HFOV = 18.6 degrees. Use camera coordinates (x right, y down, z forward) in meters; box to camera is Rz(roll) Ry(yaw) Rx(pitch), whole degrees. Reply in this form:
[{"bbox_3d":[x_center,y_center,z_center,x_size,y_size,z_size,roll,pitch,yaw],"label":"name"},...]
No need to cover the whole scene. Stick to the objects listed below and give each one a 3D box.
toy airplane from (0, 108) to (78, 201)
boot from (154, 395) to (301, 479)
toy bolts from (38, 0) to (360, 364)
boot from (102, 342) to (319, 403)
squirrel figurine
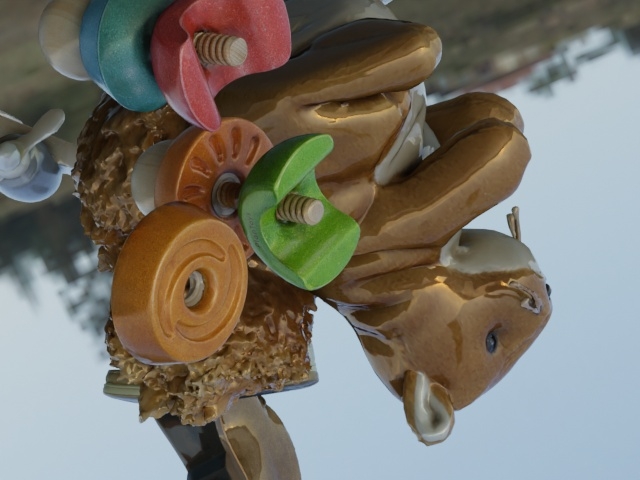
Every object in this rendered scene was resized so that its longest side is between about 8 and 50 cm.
[{"bbox_3d":[-0.424,-0.145,1.912,0.386,0.384,0.272,-5,-129,42],"label":"toy airplane"},{"bbox_3d":[-0.113,0.189,2.211,0.115,0.305,0.112,-18,178,-44],"label":"boot"},{"bbox_3d":[-0.109,-0.053,1.231,0.158,0.228,0.218,12,-141,37],"label":"toy bolts"},{"bbox_3d":[-0.112,0.073,1.890,0.213,0.165,0.077,-8,171,14],"label":"boot"},{"bbox_3d":[0.000,0.000,1.645,0.397,0.370,0.281,-25,-154,2],"label":"squirrel figurine"}]
